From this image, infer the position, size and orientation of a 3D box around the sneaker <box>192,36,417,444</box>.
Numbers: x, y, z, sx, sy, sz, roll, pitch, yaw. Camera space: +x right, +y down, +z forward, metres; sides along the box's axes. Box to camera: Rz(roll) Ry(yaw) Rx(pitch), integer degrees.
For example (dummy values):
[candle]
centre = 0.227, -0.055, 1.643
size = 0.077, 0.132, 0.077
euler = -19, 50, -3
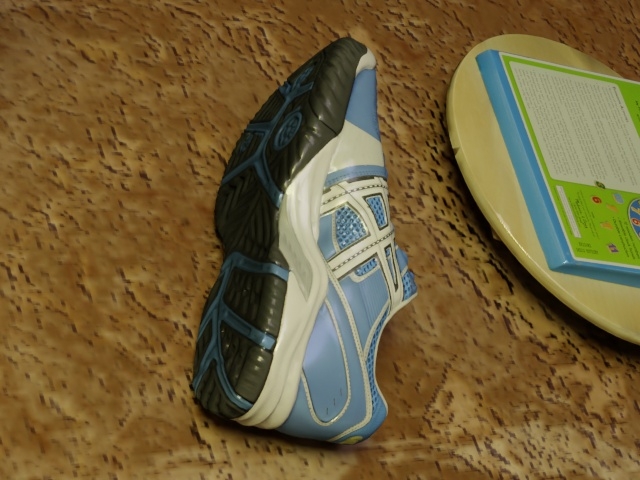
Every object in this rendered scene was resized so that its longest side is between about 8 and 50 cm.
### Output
[sneaker]
centre = 0.000, 0.000, 0.808
size = 0.081, 0.080, 0.211
euler = 28, 56, -25

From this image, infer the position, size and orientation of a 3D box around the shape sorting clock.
[shape sorting clock]
centre = 0.152, -0.028, 0.952
size = 0.206, 0.040, 0.206
euler = 20, 45, -22
